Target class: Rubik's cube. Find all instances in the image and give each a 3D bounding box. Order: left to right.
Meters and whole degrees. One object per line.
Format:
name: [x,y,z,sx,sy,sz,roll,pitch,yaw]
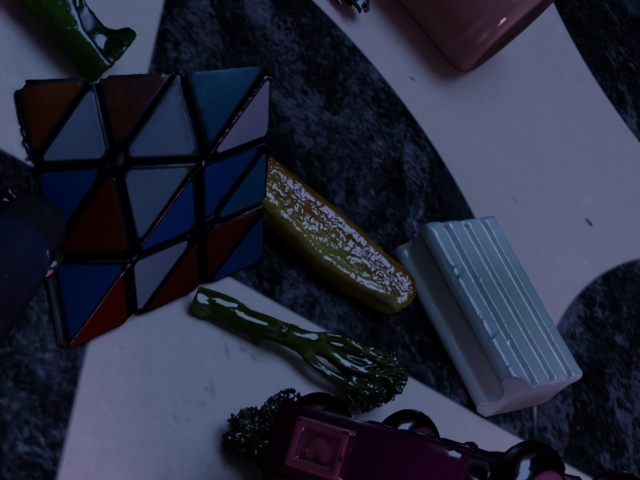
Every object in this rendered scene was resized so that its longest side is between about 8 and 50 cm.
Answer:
Rubik's cube: [-0.156,0.017,1.492,0.250,0.284,0.234,60,45,-43]

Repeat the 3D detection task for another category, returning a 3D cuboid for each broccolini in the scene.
broccolini: [-0.024,0.100,1.567,0.216,0.058,0.067,19,42,-18]
broccolini: [0.004,0.210,1.469,0.201,0.074,0.058,46,20,-6]

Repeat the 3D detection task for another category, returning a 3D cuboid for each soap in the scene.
soap: [0.170,0.074,1.752,0.119,0.066,0.198,-7,62,-46]

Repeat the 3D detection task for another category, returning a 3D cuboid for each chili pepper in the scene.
chili pepper: [-0.263,-0.261,1.619,0.253,0.083,0.099,57,28,6]

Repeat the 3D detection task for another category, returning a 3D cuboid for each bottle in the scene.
bottle: [-0.266,0.051,1.335,0.082,0.072,0.244,47,35,-19]
bottle: [0.136,-0.357,2.043,0.297,0.173,0.206,48,5,4]

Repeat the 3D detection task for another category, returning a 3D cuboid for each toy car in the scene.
toy car: [0.088,0.260,1.354,0.340,0.271,0.240,19,84,-41]

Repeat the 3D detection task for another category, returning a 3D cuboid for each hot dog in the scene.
hot dog: [0.000,0.000,1.668,0.215,0.047,0.066,38,52,-13]

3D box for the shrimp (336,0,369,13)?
shrimp: [0.004,-0.413,1.961,0.317,0.164,0.062,63,20,4]
